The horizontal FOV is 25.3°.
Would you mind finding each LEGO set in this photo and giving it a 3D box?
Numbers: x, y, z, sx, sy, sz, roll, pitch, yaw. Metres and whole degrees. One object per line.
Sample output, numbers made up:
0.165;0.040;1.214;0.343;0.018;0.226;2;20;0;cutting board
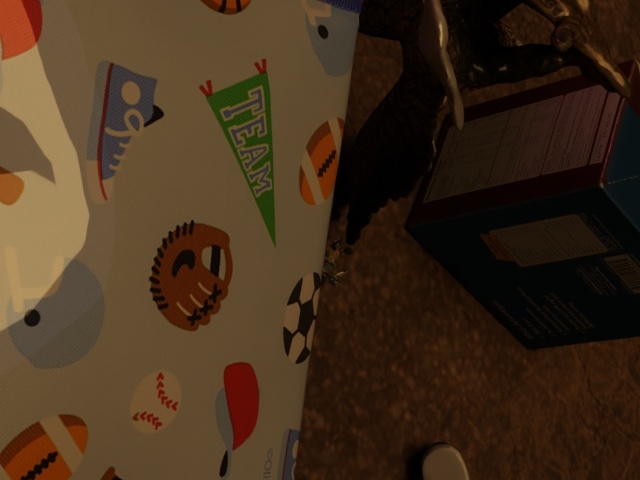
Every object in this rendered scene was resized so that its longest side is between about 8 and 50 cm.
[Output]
0.002;0.000;1.137;0.054;0.023;0.083;37;44;-37;LEGO set

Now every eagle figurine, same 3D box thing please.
0.073;-0.133;1.032;0.225;0.298;0.226;40;54;-36;eagle figurine

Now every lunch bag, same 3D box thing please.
-0.193;-0.006;0.645;0.385;0.239;0.328;7;88;-51;lunch bag

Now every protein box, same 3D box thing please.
0.224;-0.022;1.234;0.200;0.201;0.136;43;54;-31;protein box

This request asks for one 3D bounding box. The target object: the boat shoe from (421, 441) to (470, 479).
0.113;0.234;1.179;0.040;0.049;0.142;-48;129;-83;boat shoe
